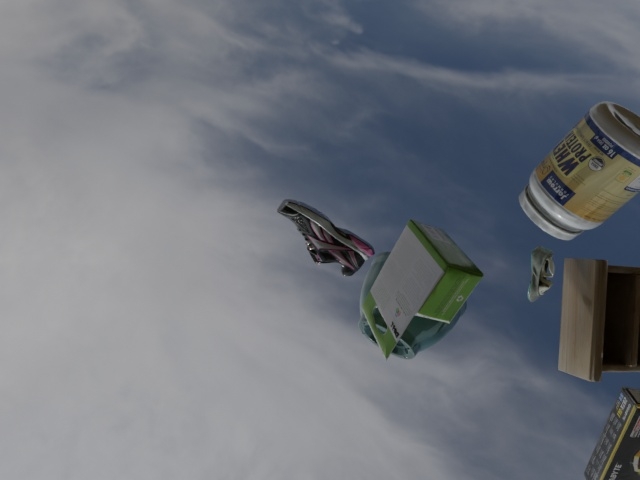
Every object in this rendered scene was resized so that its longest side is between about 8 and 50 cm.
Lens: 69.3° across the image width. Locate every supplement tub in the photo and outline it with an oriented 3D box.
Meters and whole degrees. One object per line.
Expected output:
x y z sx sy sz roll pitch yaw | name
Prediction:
0.707 -0.173 1.218 0.228 0.316 0.228 16 -137 -16 | supplement tub

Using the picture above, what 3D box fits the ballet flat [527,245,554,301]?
0.702 0.118 1.469 0.072 0.213 0.068 -32 -145 -32 | ballet flat

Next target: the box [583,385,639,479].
0.860 0.529 1.177 0.256 0.322 0.079 6 -155 2 | box

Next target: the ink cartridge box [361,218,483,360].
0.206 0.113 1.013 0.096 0.255 0.189 15 -154 -24 | ink cartridge box

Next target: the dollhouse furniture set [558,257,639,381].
0.532 0.116 0.543 0.256 0.394 0.363 3 -90 -15 | dollhouse furniture set

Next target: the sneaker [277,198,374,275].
0.000 0.000 0.771 0.178 0.072 0.077 33 -84 -3 | sneaker

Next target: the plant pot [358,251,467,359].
0.224 0.199 1.279 0.293 0.293 0.196 31 -114 13 | plant pot
